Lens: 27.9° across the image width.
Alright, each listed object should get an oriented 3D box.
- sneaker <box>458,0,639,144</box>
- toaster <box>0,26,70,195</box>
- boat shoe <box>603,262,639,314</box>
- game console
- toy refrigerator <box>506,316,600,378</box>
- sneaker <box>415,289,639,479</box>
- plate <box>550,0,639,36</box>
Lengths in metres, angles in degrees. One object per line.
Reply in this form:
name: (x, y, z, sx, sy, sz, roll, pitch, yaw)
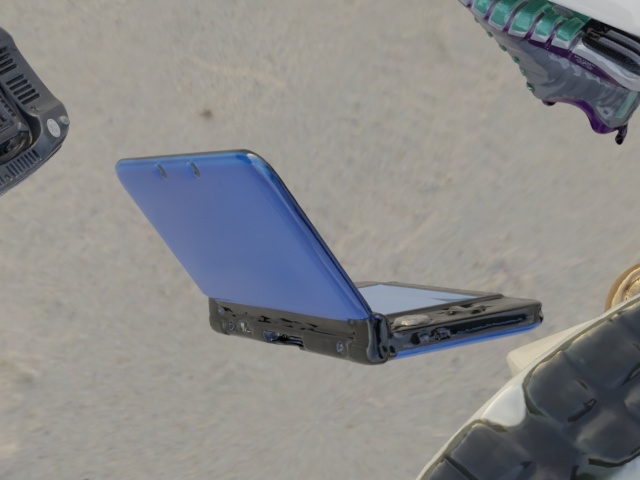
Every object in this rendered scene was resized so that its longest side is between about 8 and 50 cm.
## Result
sneaker: (0.167, -0.163, 1.058, 0.224, 0.098, 0.083, 38, 50, 23)
toaster: (-0.301, -0.058, 0.934, 0.146, 0.227, 0.129, -33, 98, 34)
boat shoe: (0.367, 0.085, 0.885, 0.341, 0.110, 0.121, 7, 65, 15)
game console: (0.000, 0.000, 1.075, 0.250, 0.293, 0.173, -9, 97, -29)
toy refrigerator: (0.201, 0.182, 0.742, 0.094, 0.102, 0.269, -21, 102, -2)
sneaker: (0.156, 0.039, 0.392, 0.158, 0.182, 0.410, 43, 86, 7)
plate: (0.232, -0.295, 1.015, 0.278, 0.045, 0.277, -43, 50, -20)
